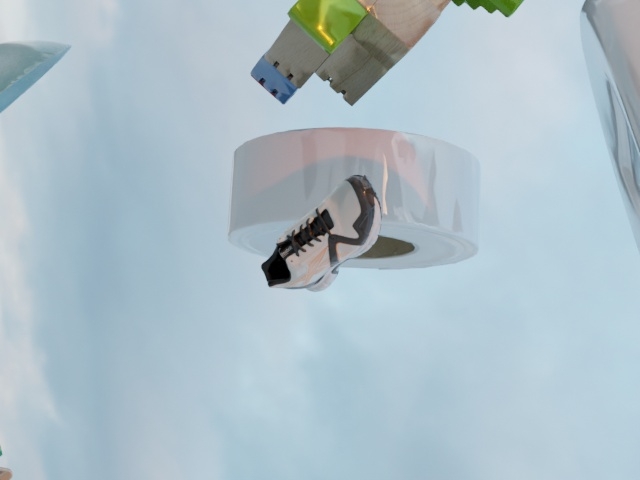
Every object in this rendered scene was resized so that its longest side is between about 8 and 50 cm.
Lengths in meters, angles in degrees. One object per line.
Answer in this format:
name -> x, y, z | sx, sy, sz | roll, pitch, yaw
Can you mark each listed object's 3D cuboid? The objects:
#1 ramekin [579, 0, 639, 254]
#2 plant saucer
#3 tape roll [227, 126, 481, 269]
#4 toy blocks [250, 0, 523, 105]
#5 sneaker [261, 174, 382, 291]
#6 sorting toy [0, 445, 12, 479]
ramekin -> 0.235, -0.034, 0.540 | 0.277, 0.135, 0.277 | -17, 90, -78
plant saucer -> -0.259, -0.088, 0.712 | 0.037, 0.195, 0.195 | 51, -21, -14
tape roll -> 0.039, -0.039, 1.150 | 0.286, 0.286, 0.100 | 158, -63, -63
toy blocks -> 0.081, -0.264, 0.996 | 0.191, 0.381, 0.261 | 41, -21, -6
sneaker -> 0.000, 0.000, 0.629 | 0.109, 0.044, 0.040 | -55, -130, 43
sorting toy -> -0.260, 0.172, 0.761 | 0.083, 0.062, 0.012 | -32, -123, 12
